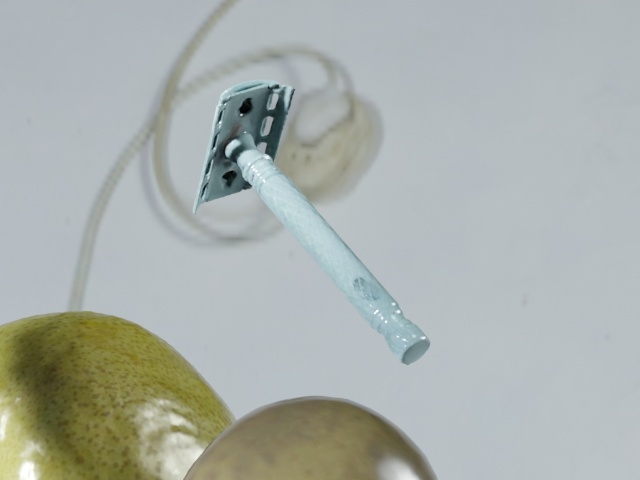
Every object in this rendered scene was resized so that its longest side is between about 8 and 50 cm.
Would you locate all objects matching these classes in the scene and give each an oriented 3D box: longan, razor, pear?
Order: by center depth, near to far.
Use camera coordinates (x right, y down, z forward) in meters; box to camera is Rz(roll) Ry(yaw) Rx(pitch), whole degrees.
[{"bbox_3d":[-0.010,0.106,0.741,0.113,0.113,0.092,-19,107,-10],"label":"longan"},{"bbox_3d":[-0.128,0.159,1.090,0.188,0.211,0.228,27,90,48],"label":"pear"},{"bbox_3d":[0.000,0.000,1.390,0.068,0.106,0.232,-20,54,-32],"label":"razor"}]
